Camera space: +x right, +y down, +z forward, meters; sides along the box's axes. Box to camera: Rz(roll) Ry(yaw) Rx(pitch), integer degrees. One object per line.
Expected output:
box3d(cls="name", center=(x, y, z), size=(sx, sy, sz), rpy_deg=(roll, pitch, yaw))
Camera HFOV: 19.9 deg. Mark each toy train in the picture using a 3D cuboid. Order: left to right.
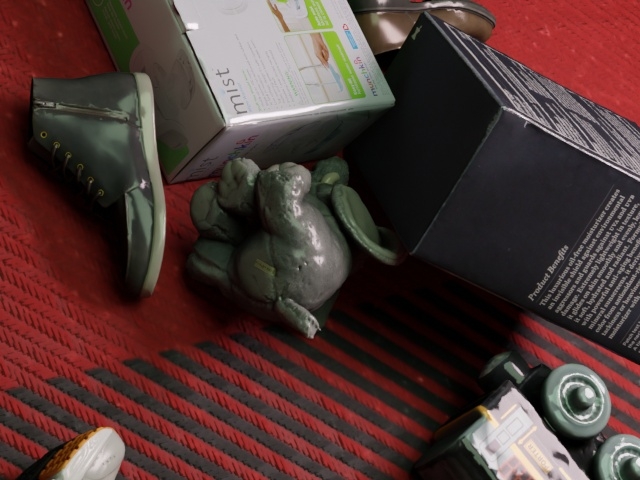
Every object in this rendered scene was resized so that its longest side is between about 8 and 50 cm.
box3d(cls="toy train", center=(0.244, 0.271, 1.792), size=(0.190, 0.142, 0.334), rpy_deg=(-37, 89, -33))

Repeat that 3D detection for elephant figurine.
box3d(cls="elephant figurine", center=(0.000, 0.000, 1.774), size=(0.239, 0.169, 0.186), rpy_deg=(6, 87, -52))

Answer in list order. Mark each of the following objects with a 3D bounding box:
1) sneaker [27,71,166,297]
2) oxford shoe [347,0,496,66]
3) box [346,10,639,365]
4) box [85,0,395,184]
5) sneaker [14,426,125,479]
box3d(cls="sneaker", center=(-0.212, -0.050, 1.702), size=(0.118, 0.083, 0.222), rpy_deg=(-2, 69, -17))
box3d(cls="oxford shoe", center=(0.111, -0.227, 2.057), size=(0.227, 0.083, 0.096), rpy_deg=(-5, 88, -40))
box3d(cls="box", center=(0.213, -0.057, 1.860), size=(0.294, 0.182, 0.296), rpy_deg=(26, 16, -22))
box3d(cls="box", center=(-0.088, -0.210, 1.848), size=(0.231, 0.127, 0.262), rpy_deg=(-13, 71, -41))
box3d(cls="sneaker", center=(-0.219, 0.271, 1.476), size=(0.121, 0.099, 0.262), rpy_deg=(44, 53, -16))
